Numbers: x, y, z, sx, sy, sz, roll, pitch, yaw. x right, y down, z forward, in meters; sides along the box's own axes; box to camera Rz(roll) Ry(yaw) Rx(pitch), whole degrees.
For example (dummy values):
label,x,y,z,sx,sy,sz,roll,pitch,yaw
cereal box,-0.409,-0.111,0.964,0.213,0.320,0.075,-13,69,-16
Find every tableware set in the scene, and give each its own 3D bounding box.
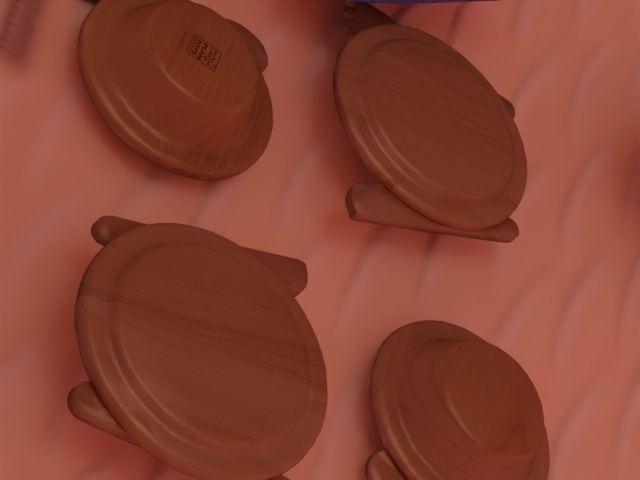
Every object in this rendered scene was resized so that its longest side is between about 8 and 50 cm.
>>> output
label,x,y,z,sx,sy,sz,roll,pitch,yaw
tableware set,0.000,0.000,0.487,0.141,0.020,0.169,18,50,-30

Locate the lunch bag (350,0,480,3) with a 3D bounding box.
label,x,y,z,sx,sy,sz,roll,pitch,yaw
lunch bag,0.027,-0.103,0.549,0.098,0.065,0.067,-5,49,-41
